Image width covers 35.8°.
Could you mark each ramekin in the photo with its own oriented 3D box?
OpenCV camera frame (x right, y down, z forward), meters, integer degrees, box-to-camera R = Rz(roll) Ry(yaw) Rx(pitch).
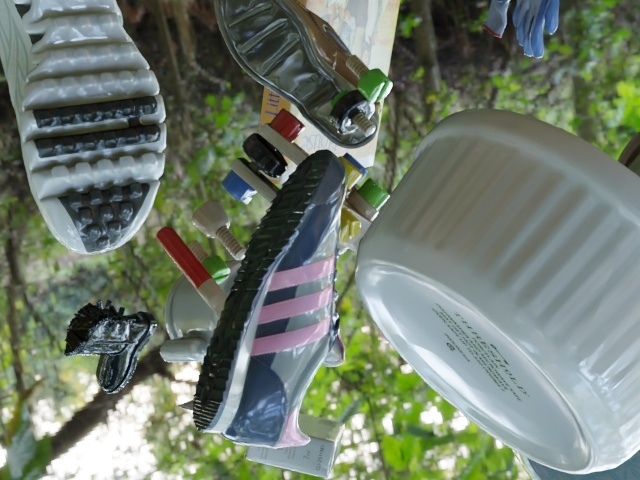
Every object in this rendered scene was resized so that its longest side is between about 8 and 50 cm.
[{"bbox_3d":[0.143,0.047,0.704,0.127,0.273,0.273,-45,-162,-16],"label":"ramekin"}]

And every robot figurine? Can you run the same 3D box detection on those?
[{"bbox_3d":[-0.170,0.138,1.895,0.300,0.200,0.353,-33,-167,-32],"label":"robot figurine"}]

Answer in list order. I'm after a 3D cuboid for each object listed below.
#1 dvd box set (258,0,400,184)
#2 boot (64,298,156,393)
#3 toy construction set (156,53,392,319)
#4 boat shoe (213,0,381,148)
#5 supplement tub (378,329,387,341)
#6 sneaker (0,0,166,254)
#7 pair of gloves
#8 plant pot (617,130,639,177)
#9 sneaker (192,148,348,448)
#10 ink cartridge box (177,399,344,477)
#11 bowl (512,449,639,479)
[{"bbox_3d":[0.023,-0.314,1.615,0.062,0.420,0.307,18,-162,29],"label":"dvd box set"},{"bbox_3d":[-0.252,0.124,1.139,0.045,0.121,0.099,42,-162,31],"label":"boot"},{"bbox_3d":[0.000,0.000,1.162,0.309,0.237,0.257,-34,156,-13],"label":"toy construction set"},{"bbox_3d":[-0.031,-0.258,1.355,0.110,0.307,0.104,-24,-146,27],"label":"boat shoe"},{"bbox_3d":[0.271,0.130,1.846,0.316,0.193,0.193,7,-171,2],"label":"supplement tub"},{"bbox_3d":[-0.195,-0.126,0.767,0.110,0.292,0.118,-5,166,-30],"label":"sneaker"},{"bbox_3d":[0.236,-0.305,1.154,0.023,0.159,0.198,2,-156,-15],"label":"pair of gloves"},{"bbox_3d":[0.502,-0.042,1.358,0.263,0.263,0.229,-8,-171,37],"label":"plant pot"},{"bbox_3d":[-0.022,0.066,1.049,0.131,0.319,0.112,24,176,-23],"label":"sneaker"},{"bbox_3d":[-0.088,0.301,1.559,0.239,0.060,0.275,11,176,5],"label":"ink cartridge box"},{"bbox_3d":[0.363,0.209,1.372,0.289,0.289,0.156,-15,-171,-14],"label":"bowl"}]
